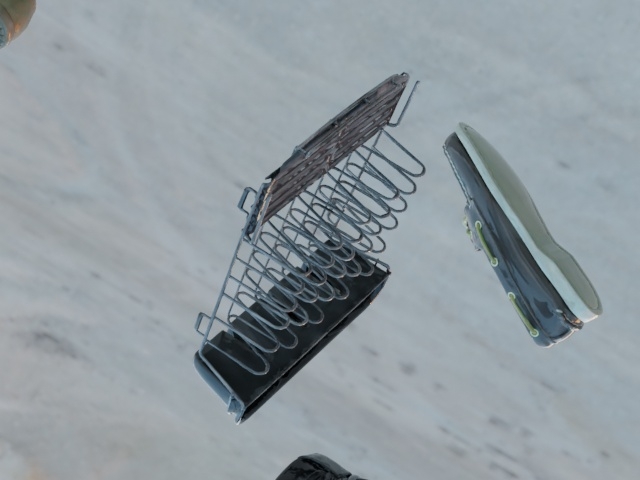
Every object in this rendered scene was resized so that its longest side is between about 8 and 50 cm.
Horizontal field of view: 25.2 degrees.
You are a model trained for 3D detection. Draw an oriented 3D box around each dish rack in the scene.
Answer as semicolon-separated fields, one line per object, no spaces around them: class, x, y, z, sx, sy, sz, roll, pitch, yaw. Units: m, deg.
dish rack;0.000;0.000;1.111;0.074;0.208;0.271;38;139;13

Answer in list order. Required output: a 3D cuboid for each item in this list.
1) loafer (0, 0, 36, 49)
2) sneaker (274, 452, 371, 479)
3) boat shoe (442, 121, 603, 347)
loafer;-0.273;-0.175;1.152;0.148;0.050;0.056;8;126;50
sneaker;0.027;0.235;1.186;0.102;0.293;0.146;18;-133;-57
boat shoe;0.173;-0.007;1.345;0.081;0.069;0.227;1;-126;-59
